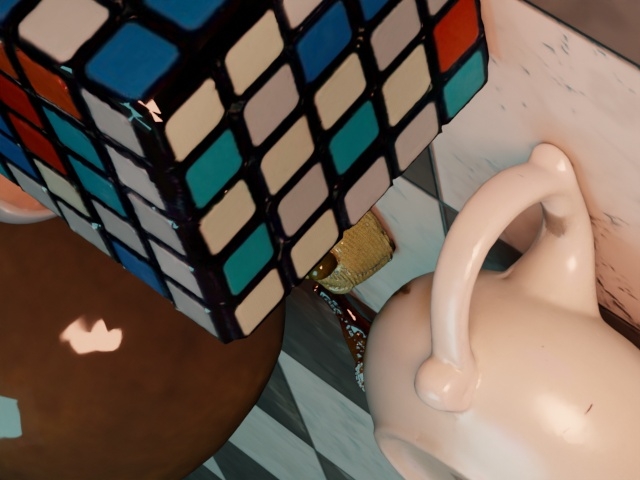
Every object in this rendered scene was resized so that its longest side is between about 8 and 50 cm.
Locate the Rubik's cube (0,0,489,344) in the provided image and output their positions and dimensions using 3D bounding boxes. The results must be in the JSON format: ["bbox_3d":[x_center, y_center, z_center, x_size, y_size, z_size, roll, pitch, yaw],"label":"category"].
[{"bbox_3d":[-0.058,-0.104,0.758,0.182,0.184,0.187,35,161,26],"label":"Rubik's cube"}]

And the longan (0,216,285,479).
[{"bbox_3d":[-0.170,0.055,1.287,0.297,0.297,0.297,38,164,13],"label":"longan"}]

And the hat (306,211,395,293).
[{"bbox_3d":[0.000,0.000,1.120,0.077,0.059,0.076,23,160,38],"label":"hat"}]

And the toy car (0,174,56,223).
[{"bbox_3d":[-0.179,-0.150,0.958,0.270,0.180,0.212,44,154,-5],"label":"toy car"}]

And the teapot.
[{"bbox_3d":[0.116,0.083,0.927,0.204,0.139,0.298,33,164,34],"label":"teapot"}]

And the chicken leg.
[{"bbox_3d":[0.049,0.082,1.259,0.145,0.037,0.062,37,141,15],"label":"chicken leg"}]
